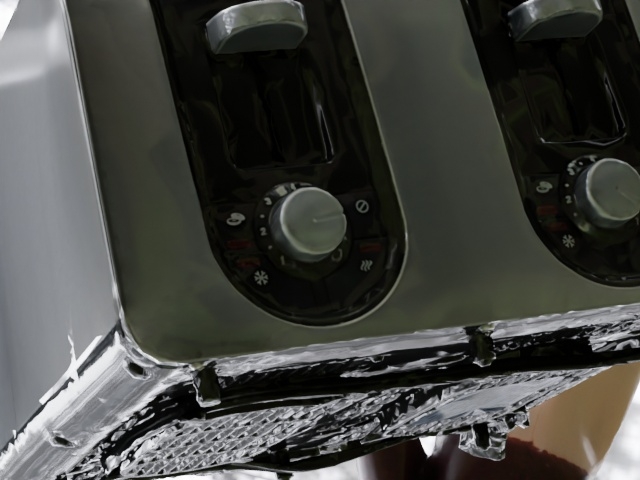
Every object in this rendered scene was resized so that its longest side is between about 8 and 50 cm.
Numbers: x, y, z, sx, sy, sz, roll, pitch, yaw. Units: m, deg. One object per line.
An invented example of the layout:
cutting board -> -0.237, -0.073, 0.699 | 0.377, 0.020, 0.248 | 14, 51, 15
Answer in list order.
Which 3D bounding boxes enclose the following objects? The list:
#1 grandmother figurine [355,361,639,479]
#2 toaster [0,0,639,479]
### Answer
grandmother figurine -> 0.102, 0.112, 0.937 | 0.208, 0.104, 0.342 | 24, -104, -1
toaster -> 0.000, 0.000, 0.479 | 0.168, 0.185, 0.110 | -5, -106, -22
